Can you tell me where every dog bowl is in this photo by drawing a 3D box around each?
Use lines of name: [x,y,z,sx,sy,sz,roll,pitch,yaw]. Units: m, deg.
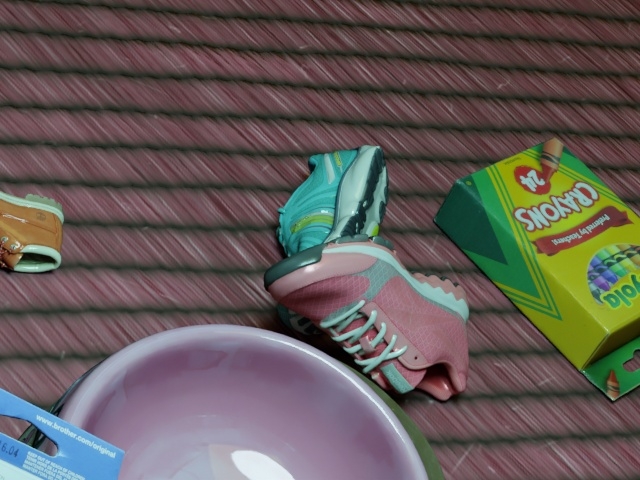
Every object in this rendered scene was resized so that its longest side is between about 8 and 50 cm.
dog bowl: [-0.080,0.249,1.575,0.408,0.150,0.408,12,49,-15]

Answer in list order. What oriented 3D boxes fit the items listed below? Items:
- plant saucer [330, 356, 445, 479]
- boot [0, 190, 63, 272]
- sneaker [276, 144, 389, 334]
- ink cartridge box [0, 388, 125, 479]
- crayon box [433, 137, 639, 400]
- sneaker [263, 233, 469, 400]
plant saucer: [0.027,0.208,1.848,0.278,0.041,0.278,34,24,-18]
boot: [-0.346,-0.010,1.933,0.158,0.059,0.084,8,50,-22]
sneaker: [0.000,0.000,2.091,0.110,0.107,0.275,1,44,21]
ink cartridge box: [-0.273,0.263,1.342,0.186,0.065,0.311,30,65,-28]
crayon box: [0.317,0.028,2.221,0.202,0.081,0.318,-24,63,-42]
sneaker: [0.068,0.090,1.949,0.314,0.116,0.136,21,49,-47]
